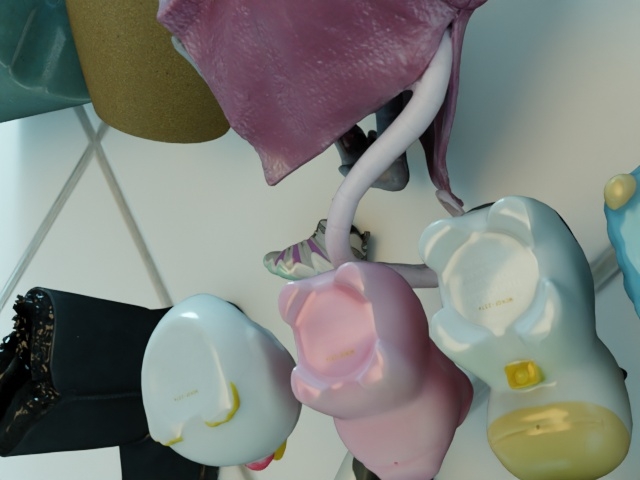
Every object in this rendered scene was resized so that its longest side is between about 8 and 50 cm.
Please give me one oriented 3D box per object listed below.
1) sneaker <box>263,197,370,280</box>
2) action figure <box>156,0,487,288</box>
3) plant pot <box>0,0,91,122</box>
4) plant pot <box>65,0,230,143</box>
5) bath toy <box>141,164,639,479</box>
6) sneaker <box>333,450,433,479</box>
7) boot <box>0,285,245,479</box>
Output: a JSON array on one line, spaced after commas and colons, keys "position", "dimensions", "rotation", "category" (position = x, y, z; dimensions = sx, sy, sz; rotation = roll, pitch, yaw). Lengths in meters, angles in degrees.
[{"position": [0.000, 0.000, 0.693], "dimensions": [0.098, 0.038, 0.069], "rotation": [12, 93, 36], "category": "sneaker"}, {"position": [0.060, -0.170, 0.488], "dimensions": [0.370, 0.248, 0.276], "rotation": [-41, 59, 43], "category": "action figure"}, {"position": [-0.346, -0.255, 0.886], "dimensions": [0.334, 0.341, 0.341], "rotation": [2, 87, 37], "category": "plant pot"}, {"position": [-0.112, -0.216, 0.714], "dimensions": [0.237, 0.237, 0.254], "rotation": [39, 126, 41], "category": "plant pot"}, {"position": [0.056, 0.071, 0.516], "dimensions": [0.348, 0.129, 0.151], "rotation": [-16, 74, 30], "category": "bath toy"}, {"position": [-0.011, 0.236, 0.638], "dimensions": [0.145, 0.090, 0.270], "rotation": [13, 97, 43], "category": "sneaker"}, {"position": [-0.179, 0.155, 0.733], "dimensions": [0.094, 0.207, 0.247], "rotation": [29, 106, 43], "category": "boot"}]
